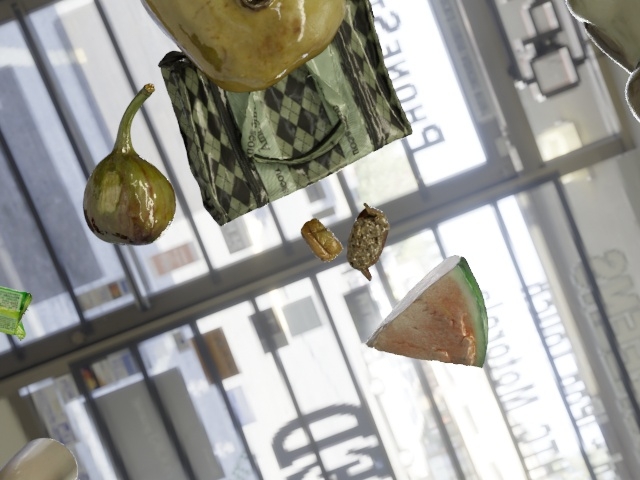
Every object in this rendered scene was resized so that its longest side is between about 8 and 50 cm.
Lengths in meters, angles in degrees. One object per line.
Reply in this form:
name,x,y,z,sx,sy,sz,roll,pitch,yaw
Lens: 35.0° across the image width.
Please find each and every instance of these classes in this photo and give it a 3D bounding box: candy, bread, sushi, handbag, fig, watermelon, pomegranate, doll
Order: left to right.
candy,-0.535,0.094,1.559,0.032,0.178,0.102,-86,-167,-49
fig,-0.283,-0.112,1.507,0.149,0.149,0.245,-102,-166,-76
pomegranate,-0.123,-0.392,1.576,0.332,0.333,0.332,-21,90,-88
handbag,-0.066,-0.254,1.832,0.180,0.416,0.316,34,-32,59
bread,0.000,0.000,1.670,0.081,0.046,0.083,49,4,-15
sushi,0.069,-0.002,1.497,0.055,0.052,0.120,-57,165,-64
watermelon,0.268,0.196,2.228,0.222,0.319,0.292,46,15,5
doll,0.476,-0.283,1.350,0.226,0.215,0.370,0,63,-50

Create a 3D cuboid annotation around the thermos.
thermos,-0.444,0.387,1.557,0.193,0.137,0.105,-45,134,-76
